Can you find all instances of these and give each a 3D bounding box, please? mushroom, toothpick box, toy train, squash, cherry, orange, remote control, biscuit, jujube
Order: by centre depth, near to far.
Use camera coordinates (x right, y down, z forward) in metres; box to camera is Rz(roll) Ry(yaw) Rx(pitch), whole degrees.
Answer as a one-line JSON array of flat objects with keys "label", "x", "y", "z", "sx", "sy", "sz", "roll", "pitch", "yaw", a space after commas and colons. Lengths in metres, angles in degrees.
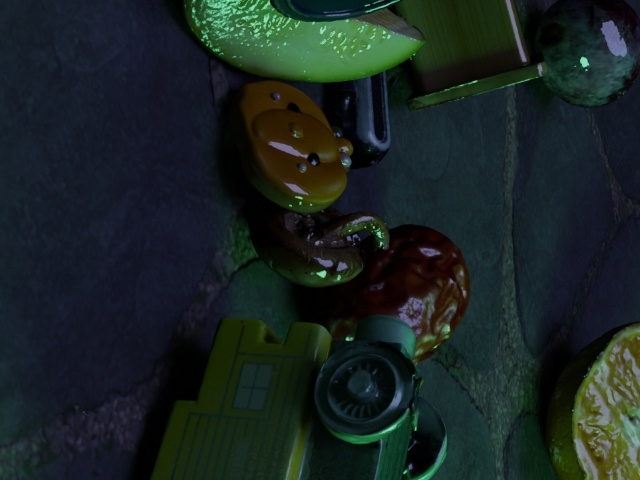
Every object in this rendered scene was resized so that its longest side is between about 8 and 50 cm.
[{"label": "toy train", "x": -0.037, "y": 0.270, "z": 1.361, "sx": 0.179, "sy": 0.272, "sz": 0.442, "roll": 58, "pitch": 39, "yaw": -54}, {"label": "biscuit", "x": -0.023, "y": -0.110, "z": 1.571, "sx": 0.170, "sy": 0.050, "sz": 0.170, "roll": 26, "pitch": 43, "yaw": -28}, {"label": "squash", "x": -0.031, "y": -0.231, "z": 1.574, "sx": 0.203, "sy": 0.111, "sz": 0.289, "roll": 42, "pitch": 29, "yaw": 8}, {"label": "mushroom", "x": 0.000, "y": 0.001, "z": 1.587, "sx": 0.135, "sy": 0.171, "sz": 0.080, "roll": -108, "pitch": -154, "yaw": -43}, {"label": "jujube", "x": 0.085, "y": 0.079, "z": 1.681, "sx": 0.250, "sy": 0.174, "sz": 0.174, "roll": -49, "pitch": 127, "yaw": -59}, {"label": "remote control", "x": 0.056, "y": -0.221, "z": 1.771, "sx": 0.090, "sy": 0.066, "sz": 0.265, "roll": 22, "pitch": 68, "yaw": -60}, {"label": "toothpick box", "x": 0.171, "y": -0.343, "z": 1.843, "sx": 0.190, "sy": 0.188, "sz": 0.308, "roll": -53, "pitch": 127, "yaw": -75}, {"label": "orange", "x": 0.495, "y": 0.279, "z": 2.252, "sx": 0.310, "sy": 0.274, "sz": 0.274, "roll": -42, "pitch": 135, "yaw": 1}, {"label": "cherry", "x": 0.438, "y": -0.318, "z": 2.310, "sx": 0.195, "sy": 0.195, "sz": 0.195, "roll": 12, "pitch": 76, "yaw": -57}]

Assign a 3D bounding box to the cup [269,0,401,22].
[{"label": "cup", "x": 0.038, "y": -0.415, "z": 1.472, "sx": 0.242, "sy": 0.308, "sz": 0.292, "roll": 88, "pitch": -15, "yaw": -74}]
